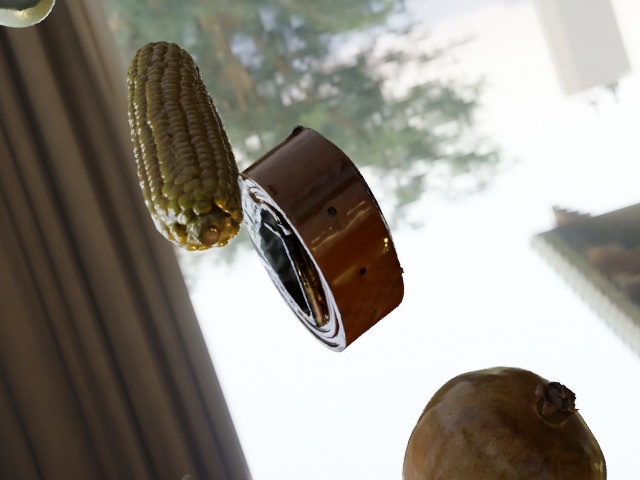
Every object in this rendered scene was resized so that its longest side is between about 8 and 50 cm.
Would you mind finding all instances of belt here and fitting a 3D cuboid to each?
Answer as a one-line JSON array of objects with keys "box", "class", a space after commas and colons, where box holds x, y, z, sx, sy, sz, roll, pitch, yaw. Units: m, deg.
[{"box": [0.000, 0.000, 1.817, 0.105, 0.261, 0.184, -36, -131, -13], "class": "belt"}]

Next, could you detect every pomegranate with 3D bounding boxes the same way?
[{"box": [0.253, 0.315, 2.387, 0.319, 0.319, 0.319, -18, -173, 2], "class": "pomegranate"}]

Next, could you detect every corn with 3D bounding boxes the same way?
[{"box": [-0.170, -0.116, 2.102, 0.120, 0.120, 0.363, -19, -139, -3], "class": "corn"}]

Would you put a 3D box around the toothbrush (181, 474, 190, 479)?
[{"box": [-0.148, 0.257, 1.656, 0.006, 0.008, 0.097, 10, -139, 27], "class": "toothbrush"}]

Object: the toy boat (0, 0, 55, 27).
[{"box": [-0.404, -0.348, 2.131, 0.134, 0.208, 0.079, -41, 179, -18], "class": "toy boat"}]
